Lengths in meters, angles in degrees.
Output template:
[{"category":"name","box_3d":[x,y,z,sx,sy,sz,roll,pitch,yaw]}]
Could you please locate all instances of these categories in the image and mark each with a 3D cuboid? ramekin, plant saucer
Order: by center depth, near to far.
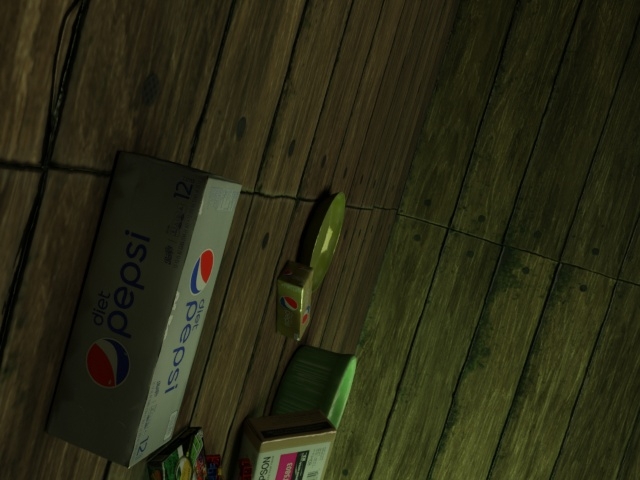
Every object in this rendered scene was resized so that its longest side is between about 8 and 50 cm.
[{"category":"plant saucer","box_3d":[0.000,0.000,1.454,0.241,0.037,0.241,17,90,-78]},{"category":"ramekin","box_3d":[-0.023,0.427,1.682,0.303,0.148,0.304,17,90,-78]}]

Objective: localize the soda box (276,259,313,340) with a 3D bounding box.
[{"category":"soda box","box_3d":[-0.055,0.128,1.338,0.181,0.058,0.061,96,17,-45]}]

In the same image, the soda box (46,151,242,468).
[{"category":"soda box","box_3d":[-0.172,0.064,0.629,0.091,0.098,0.287,-5,111,-76]}]

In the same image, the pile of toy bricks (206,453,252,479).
[{"category":"pile of toy bricks","box_3d":[-0.187,0.480,1.183,0.105,0.117,0.213,-145,-121,-69]}]

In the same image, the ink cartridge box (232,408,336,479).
[{"category":"ink cartridge box","box_3d":[-0.086,0.502,1.404,0.193,0.088,0.235,0,113,-33]}]

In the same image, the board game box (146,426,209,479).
[{"category":"board game box","box_3d":[-0.199,0.431,0.956,0.136,0.030,0.260,-22,105,-73]}]
